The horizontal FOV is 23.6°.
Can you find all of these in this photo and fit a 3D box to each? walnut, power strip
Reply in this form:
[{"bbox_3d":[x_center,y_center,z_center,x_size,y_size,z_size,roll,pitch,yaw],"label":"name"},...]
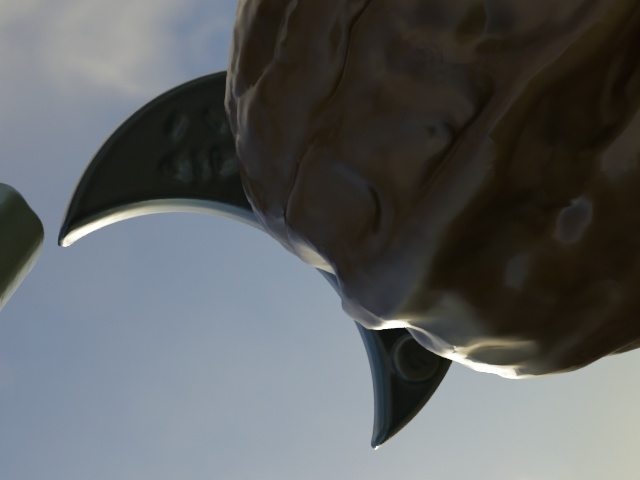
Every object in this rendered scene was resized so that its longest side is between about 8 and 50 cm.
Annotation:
[{"bbox_3d":[0.072,-0.060,0.504,0.213,0.213,0.213,15,-90,-75],"label":"walnut"},{"bbox_3d":[0.000,0.000,0.694,0.137,0.216,0.044,-59,-1,-8],"label":"power strip"}]

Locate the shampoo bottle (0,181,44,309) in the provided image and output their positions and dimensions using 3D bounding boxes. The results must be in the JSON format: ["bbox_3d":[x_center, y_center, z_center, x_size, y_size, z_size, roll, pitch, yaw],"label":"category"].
[{"bbox_3d":[-0.267,0.079,0.876,0.078,0.134,0.359,54,-160,-15],"label":"shampoo bottle"}]
